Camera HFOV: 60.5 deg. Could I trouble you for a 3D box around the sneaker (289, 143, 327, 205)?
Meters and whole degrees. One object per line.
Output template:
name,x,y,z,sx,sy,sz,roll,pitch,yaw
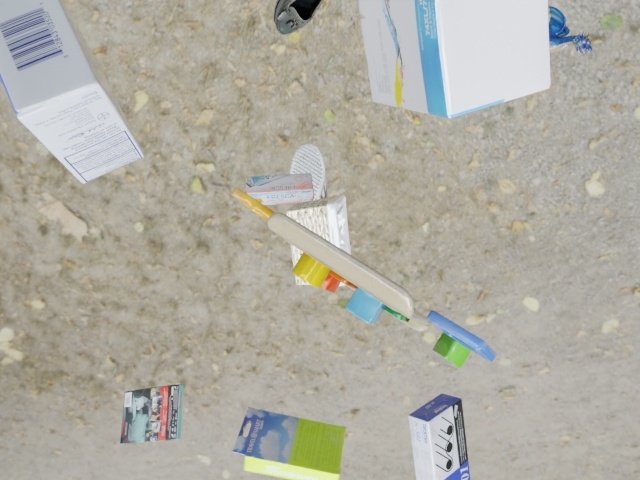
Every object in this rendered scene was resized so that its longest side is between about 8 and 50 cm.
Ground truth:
sneaker,-0.037,-0.169,1.882,0.126,0.127,0.322,0,100,5

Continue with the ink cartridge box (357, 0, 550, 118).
ink cartridge box,0.217,-0.342,0.940,0.198,0.270,0.197,-19,114,-15

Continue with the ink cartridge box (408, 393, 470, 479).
ink cartridge box,0.209,0.382,0.943,0.046,0.097,0.207,2,104,49

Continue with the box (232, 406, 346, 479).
box,-0.051,0.350,0.933,0.178,0.109,0.043,10,117,4

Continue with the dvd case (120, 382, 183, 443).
dvd case,-0.279,0.287,0.907,0.119,0.087,0.013,-13,155,21

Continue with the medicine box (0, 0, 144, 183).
medicine box,-0.498,-0.299,1.072,0.149,0.264,0.289,-27,165,-10

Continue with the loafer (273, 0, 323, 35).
loafer,-0.048,-0.613,1.418,0.096,0.084,0.267,5,158,-29

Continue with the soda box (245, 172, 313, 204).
soda box,-0.111,-0.140,1.503,0.183,0.063,0.058,-4,146,-5

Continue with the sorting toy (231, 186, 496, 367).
sorting toy,0.032,0.051,0.626,0.347,0.047,0.196,32,176,21

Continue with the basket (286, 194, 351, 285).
basket,0.000,0.000,1.092,0.103,0.113,0.168,-3,103,12

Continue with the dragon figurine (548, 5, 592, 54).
dragon figurine,0.688,-0.635,1.641,0.144,0.289,0.085,-35,151,26
